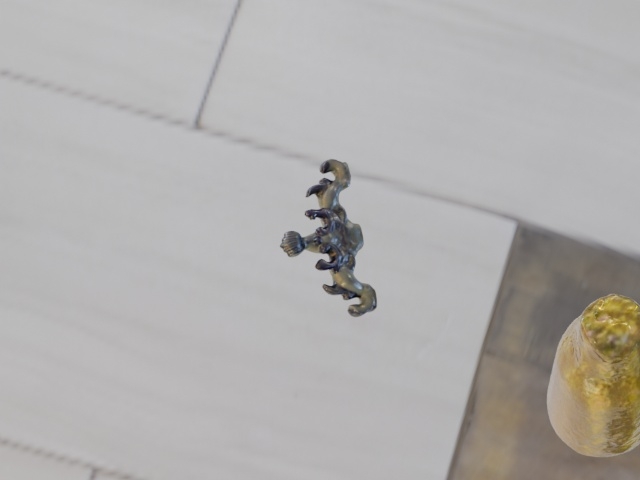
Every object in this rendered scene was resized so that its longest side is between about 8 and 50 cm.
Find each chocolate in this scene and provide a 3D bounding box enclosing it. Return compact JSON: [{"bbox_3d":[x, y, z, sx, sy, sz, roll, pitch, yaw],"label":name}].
[{"bbox_3d":[0.185,0.083,1.266,0.085,0.219,0.086,-2,74,6],"label":"chocolate"}]

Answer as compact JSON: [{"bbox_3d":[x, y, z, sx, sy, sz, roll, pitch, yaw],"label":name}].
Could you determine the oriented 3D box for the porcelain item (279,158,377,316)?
[{"bbox_3d":[0.000,0.000,1.656,0.075,0.021,0.136,-7,79,-28],"label":"porcelain item"}]
